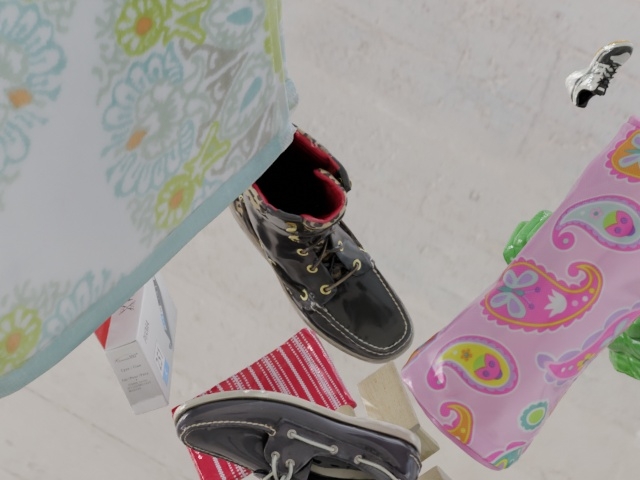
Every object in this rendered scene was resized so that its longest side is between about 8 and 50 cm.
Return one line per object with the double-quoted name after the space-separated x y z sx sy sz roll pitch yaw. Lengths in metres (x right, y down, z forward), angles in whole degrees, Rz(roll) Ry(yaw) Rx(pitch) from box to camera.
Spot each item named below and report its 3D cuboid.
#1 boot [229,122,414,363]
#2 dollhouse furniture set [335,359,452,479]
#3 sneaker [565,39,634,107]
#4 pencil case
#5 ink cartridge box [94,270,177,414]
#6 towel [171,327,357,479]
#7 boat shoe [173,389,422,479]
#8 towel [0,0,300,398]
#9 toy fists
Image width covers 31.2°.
0.000 0.000 1.619 0.138 0.284 0.377 -35 78 -12 "boot"
0.089 0.272 1.467 0.144 0.151 0.123 -36 34 10 "dollhouse furniture set"
0.269 -0.157 1.090 0.032 0.083 0.037 11 57 -28 "sneaker"
0.190 0.041 0.863 0.124 0.124 0.284 44 96 11 "pencil case"
-0.320 0.101 1.908 0.066 0.296 0.261 -18 118 6 "ink cartridge box"
-0.096 0.270 1.836 0.275 0.031 0.199 -31 44 -1 "towel"
-0.018 0.172 0.915 0.206 0.075 0.065 12 47 -10 "boat shoe"
-0.155 -0.106 0.751 0.090 0.320 0.374 24 52 27 "towel"
0.310 0.053 1.313 0.096 0.279 0.142 -24 116 -15 "toy fists"
